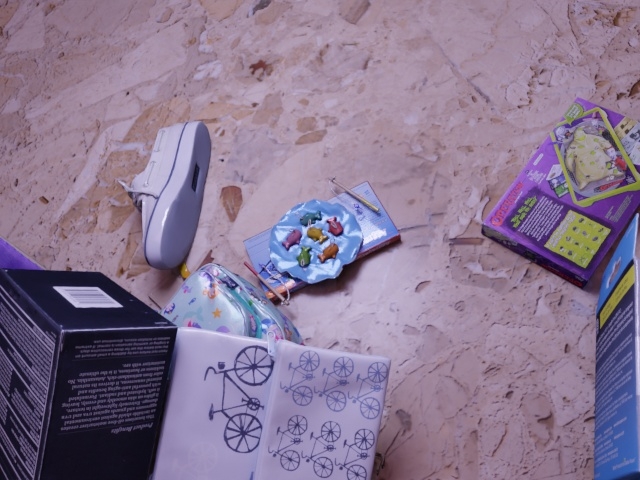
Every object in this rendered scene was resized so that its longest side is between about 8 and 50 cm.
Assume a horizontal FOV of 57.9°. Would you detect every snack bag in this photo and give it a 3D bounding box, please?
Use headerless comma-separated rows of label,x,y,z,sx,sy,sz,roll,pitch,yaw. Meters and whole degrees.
snack bag,-0.086,0.300,0.876,0.343,0.037,0.322,11,94,2

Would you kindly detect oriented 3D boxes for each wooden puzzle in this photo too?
wooden puzzle,-0.302,0.104,1.162,0.116,0.014,0.078,-40,58,-10

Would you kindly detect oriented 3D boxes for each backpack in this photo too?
backpack,-0.164,0.183,0.996,0.254,0.191,0.225,40,89,18

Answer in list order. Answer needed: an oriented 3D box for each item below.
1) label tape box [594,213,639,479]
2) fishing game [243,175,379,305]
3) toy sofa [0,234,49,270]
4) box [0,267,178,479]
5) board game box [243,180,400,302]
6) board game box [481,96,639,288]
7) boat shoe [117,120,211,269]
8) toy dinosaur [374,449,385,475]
label tape box,0.470,0.173,0.819,0.115,0.249,0.347,7,65,16
fishing game,-0.014,-0.004,1.109,0.264,0.041,0.189,-42,59,-10
toy sofa,-0.560,0.098,1.023,0.150,0.362,0.177,-43,56,-11
box,-0.393,0.224,0.910,0.296,0.183,0.293,21,100,45
board game box,0.000,0.000,1.141,0.282,0.027,0.145,-26,59,-2
board game box,0.483,-0.100,1.077,0.208,0.056,0.346,35,74,21
boat shoe,-0.343,-0.102,1.209,0.157,0.135,0.366,-2,60,11
toy dinosaur,0.054,0.353,0.930,0.093,0.053,0.183,6,64,17
